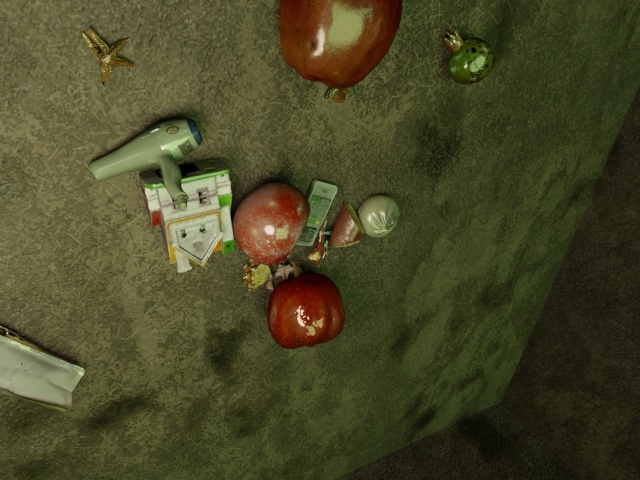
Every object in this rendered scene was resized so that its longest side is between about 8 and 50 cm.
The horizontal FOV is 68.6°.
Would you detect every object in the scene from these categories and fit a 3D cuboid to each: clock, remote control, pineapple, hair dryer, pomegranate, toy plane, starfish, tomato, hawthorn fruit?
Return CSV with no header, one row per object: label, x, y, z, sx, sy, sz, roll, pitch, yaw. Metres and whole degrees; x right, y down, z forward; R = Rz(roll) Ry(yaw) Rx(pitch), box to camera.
clock,-0.384,-0.064,1.395,0.235,0.166,0.310,-16,119,-24
remote control,-0.028,-0.097,1.692,0.103,0.034,0.250,11,113,-38
pineapple,-0.217,0.115,1.684,0.116,0.069,0.137,18,107,-39
hair dryer,-0.463,-0.184,1.219,0.295,0.298,0.119,-8,144,8
pomegranate,0.505,-0.635,1.616,0.205,0.159,0.159,42,93,-18
toy plane,0.011,0.003,1.730,0.062,0.135,0.188,22,96,-18
starfish,-0.515,-0.435,1.144,0.133,0.041,0.130,6,117,-36
tomato,-0.159,-0.059,1.486,0.227,0.270,0.270,28,105,-6
hawthorn fruit,-0.064,0.226,1.718,0.287,0.287,0.331,-12,90,-27

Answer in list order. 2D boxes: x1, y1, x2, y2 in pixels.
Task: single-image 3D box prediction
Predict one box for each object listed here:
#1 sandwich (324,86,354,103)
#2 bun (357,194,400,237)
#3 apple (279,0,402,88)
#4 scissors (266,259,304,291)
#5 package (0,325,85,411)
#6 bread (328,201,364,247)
sandwich,0.066,-0.477,1.507,0.101,0.026,0.069,5,115,-36
bun,0.234,-0.089,1.813,0.172,0.120,0.173,-16,125,-25
apple,0.055,-0.628,1.341,0.328,0.295,0.365,23,108,-1
scissors,-0.137,0.098,1.755,0.160,0.024,0.318,-20,128,-21
package,-0.883,0.383,1.394,0.311,0.221,0.165,44,51,-41
bread,0.103,-0.037,1.774,0.192,0.119,0.067,-68,171,16
